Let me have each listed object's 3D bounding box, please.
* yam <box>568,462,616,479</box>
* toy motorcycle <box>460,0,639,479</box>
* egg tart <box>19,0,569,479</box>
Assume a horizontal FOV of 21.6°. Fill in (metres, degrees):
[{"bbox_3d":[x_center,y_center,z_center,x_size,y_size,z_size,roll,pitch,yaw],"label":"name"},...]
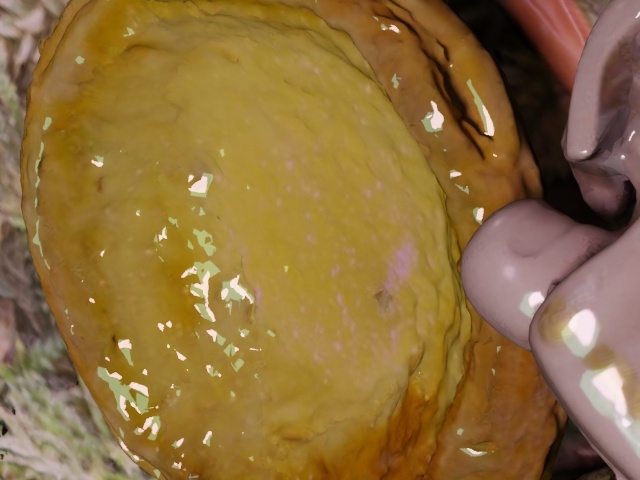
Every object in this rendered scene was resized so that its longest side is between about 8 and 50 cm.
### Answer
[{"bbox_3d":[0.149,0.131,0.694,0.183,0.107,0.107,-32,91,41],"label":"yam"},{"bbox_3d":[0.159,0.022,0.539,0.223,0.108,0.340,-15,67,14],"label":"toy motorcycle"},{"bbox_3d":[0.000,0.000,0.721,0.294,0.123,0.294,16,118,31],"label":"egg tart"}]
